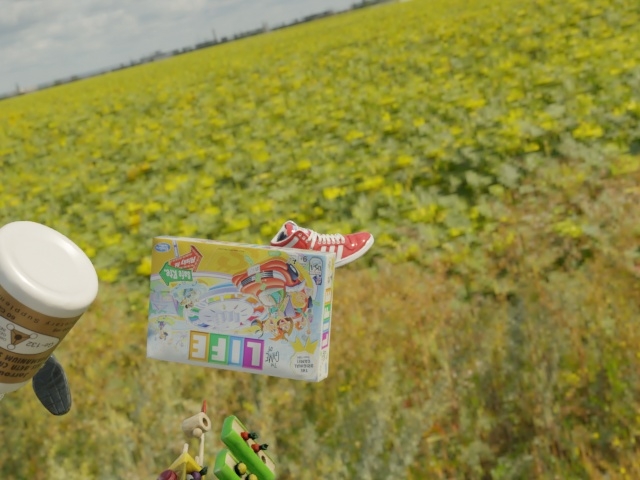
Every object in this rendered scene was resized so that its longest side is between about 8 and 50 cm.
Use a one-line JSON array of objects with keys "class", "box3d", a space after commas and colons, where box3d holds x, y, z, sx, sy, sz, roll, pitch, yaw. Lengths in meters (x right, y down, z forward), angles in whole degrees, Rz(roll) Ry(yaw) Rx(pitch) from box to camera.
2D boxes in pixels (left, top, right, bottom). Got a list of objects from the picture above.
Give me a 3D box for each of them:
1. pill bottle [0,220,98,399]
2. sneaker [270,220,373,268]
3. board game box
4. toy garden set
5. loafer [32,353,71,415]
[{"class": "pill bottle", "box3d": [-0.368, 0.100, 1.216, 0.229, 0.131, 0.131, -48, -2, 24]}, {"class": "sneaker", "box3d": [0.000, 0.000, 1.194, 0.118, 0.067, 0.042, -25, 21, -13]}, {"class": "board game box", "box3d": [-0.067, 0.054, 0.873, 0.154, 0.104, 0.026, 5, 6, 18]}, {"class": "toy garden set", "box3d": [-0.124, 0.317, 1.426, 0.049, 0.204, 0.244, -27, 26, 20]}, {"class": "loafer", "box3d": [-0.472, 0.234, 1.850, 0.062, 0.170, 0.061, -27, -26, -4]}]
